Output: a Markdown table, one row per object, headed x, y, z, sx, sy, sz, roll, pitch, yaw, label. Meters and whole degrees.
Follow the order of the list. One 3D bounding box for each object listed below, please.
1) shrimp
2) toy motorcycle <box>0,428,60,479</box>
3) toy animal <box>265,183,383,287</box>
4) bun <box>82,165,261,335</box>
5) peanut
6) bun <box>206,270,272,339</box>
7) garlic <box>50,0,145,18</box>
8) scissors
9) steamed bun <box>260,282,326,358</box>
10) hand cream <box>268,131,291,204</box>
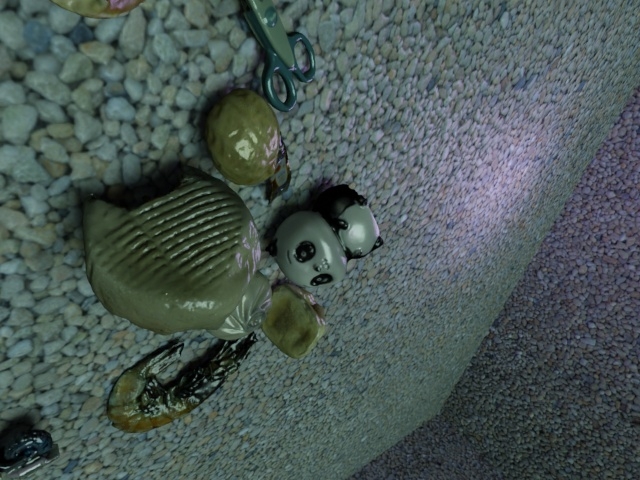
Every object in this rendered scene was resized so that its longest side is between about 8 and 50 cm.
| x | y | z | sx | sy | sz | roll | pitch | yaw | label |
| --- | --- | --- | --- | --- | --- | --- | --- | --- | --- |
| -0.314 | 0.308 | 1.056 | 0.364 | 0.071 | 0.233 | -37 | 138 | -9 | shrimp |
| -0.595 | 0.454 | 0.850 | 0.239 | 0.108 | 0.204 | -15 | 132 | -8 | toy motorcycle |
| 0.007 | 0.000 | 1.025 | 0.235 | 0.165 | 0.187 | -38 | 122 | -17 | toy animal |
| -0.231 | 0.031 | 0.750 | 0.281 | 0.282 | 0.205 | -28 | 165 | -28 | bun |
| -0.125 | -0.166 | 0.773 | 0.141 | 0.109 | 0.159 | -48 | 143 | -15 | peanut |
| -0.176 | 0.143 | 1.002 | 0.172 | 0.119 | 0.173 | -29 | 139 | -29 | bun |
| -0.210 | -0.348 | 0.467 | 0.145 | 0.164 | 0.245 | 22 | 101 | -37 | garlic |
| -0.086 | -0.336 | 0.713 | 0.138 | 0.041 | 0.289 | -57 | 144 | -18 | scissors |
| -0.054 | 0.197 | 1.173 | 0.141 | 0.172 | 0.155 | -48 | 165 | 15 | steamed bun |
| -0.086 | -0.142 | 0.906 | 0.062 | 0.038 | 0.163 | -47 | 151 | -33 | hand cream |
